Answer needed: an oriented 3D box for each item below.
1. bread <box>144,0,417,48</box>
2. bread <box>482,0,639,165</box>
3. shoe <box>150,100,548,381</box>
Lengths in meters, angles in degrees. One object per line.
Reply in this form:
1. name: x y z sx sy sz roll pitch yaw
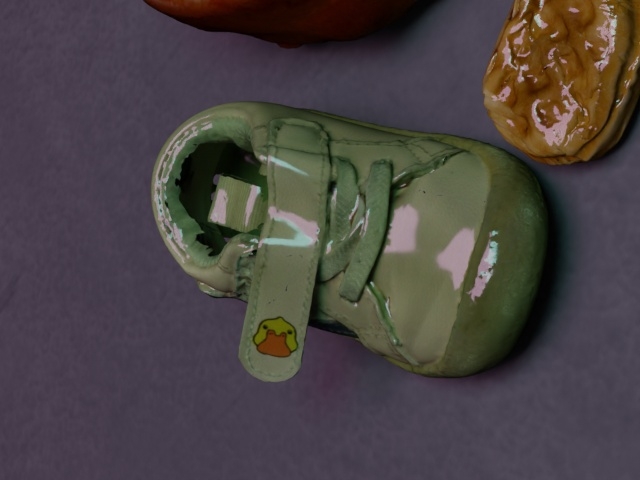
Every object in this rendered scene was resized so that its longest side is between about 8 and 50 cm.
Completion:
1. bread: -0.021 -0.280 0.959 0.295 0.114 0.328 4 90 46
2. bread: 0.129 -0.092 0.833 0.083 0.044 0.111 31 109 40
3. shoe: 0.006 0.001 0.908 0.262 0.128 0.140 27 118 47
